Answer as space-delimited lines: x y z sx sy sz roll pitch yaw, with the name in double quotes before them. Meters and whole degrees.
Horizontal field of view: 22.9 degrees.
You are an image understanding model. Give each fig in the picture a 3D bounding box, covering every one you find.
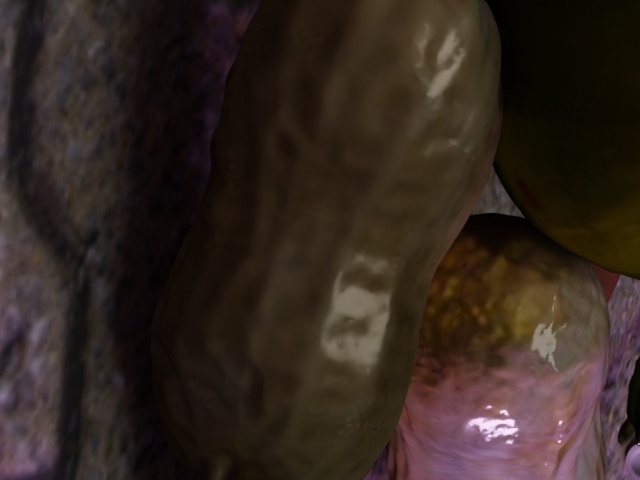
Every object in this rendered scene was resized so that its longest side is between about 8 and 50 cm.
"fig" 0.173 -0.068 0.720 0.225 0.203 0.203 -104 -171 -69

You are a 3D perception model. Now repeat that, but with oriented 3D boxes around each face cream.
"face cream" 0.295 0.180 1.322 0.130 0.034 0.034 2 96 -58

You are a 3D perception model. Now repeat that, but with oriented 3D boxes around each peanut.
"peanut" 0.000 0.000 0.715 0.130 0.130 0.290 -9 123 -56

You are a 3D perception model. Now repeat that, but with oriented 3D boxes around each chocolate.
"chocolate" 0.099 0.097 0.878 0.134 0.134 0.309 -61 162 -27

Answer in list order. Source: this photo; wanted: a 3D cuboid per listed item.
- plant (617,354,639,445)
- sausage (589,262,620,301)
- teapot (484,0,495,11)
"plant" 0.387 0.071 1.312 0.333 0.180 0.251 22 67 -56
"sausage" 0.149 0.052 1.042 0.154 0.062 0.062 -56 140 -33
"teapot" 0.116 -0.168 0.883 0.193 0.129 0.294 -41 132 -42
